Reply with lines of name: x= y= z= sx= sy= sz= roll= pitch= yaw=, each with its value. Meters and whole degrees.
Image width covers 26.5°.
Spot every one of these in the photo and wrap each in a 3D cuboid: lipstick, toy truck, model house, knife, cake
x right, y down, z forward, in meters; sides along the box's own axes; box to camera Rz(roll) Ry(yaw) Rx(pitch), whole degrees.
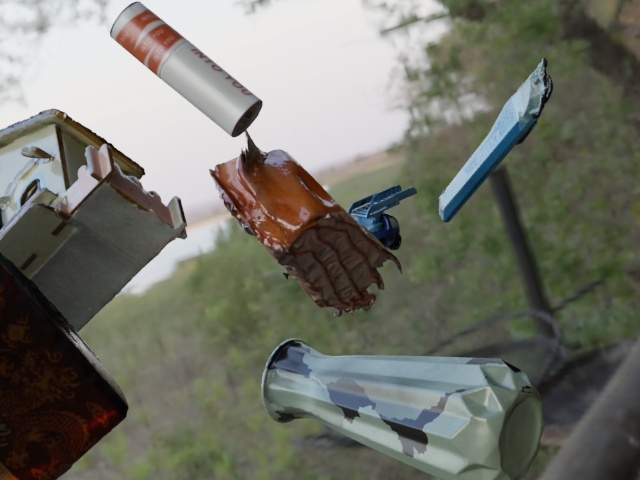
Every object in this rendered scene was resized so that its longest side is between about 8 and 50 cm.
lipstick: x=-0.106 y=-0.135 z=1.074 sx=0.038 sy=0.131 sz=0.038 roll=-49 pitch=-10 yaw=-12
toy truck: x=0.086 y=-0.027 z=1.863 sx=0.063 sy=0.074 sz=0.136 roll=11 pitch=20 yaw=31
model house: x=-0.306 y=-0.015 z=1.396 sx=0.326 sy=0.169 sz=0.244 roll=-43 pitch=35 yaw=19
knife: x=0.174 y=-0.093 z=1.384 sx=0.026 sy=0.044 sz=0.296 roll=-6 pitch=-21 yaw=-19
cake: x=-0.005 y=0.005 z=1.401 sx=0.098 sy=0.287 sz=0.135 roll=-45 pitch=43 yaw=3

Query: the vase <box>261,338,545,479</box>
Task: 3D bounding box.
vase: x=0.098 y=0.207 z=1.725 sx=0.360 sy=0.165 sz=0.165 roll=9 pitch=19 yaw=37

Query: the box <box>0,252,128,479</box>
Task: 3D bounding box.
box: x=-0.388 y=0.166 z=1.068 sx=0.415 sy=0.264 sz=0.116 roll=-41 pitch=30 yaw=-11
